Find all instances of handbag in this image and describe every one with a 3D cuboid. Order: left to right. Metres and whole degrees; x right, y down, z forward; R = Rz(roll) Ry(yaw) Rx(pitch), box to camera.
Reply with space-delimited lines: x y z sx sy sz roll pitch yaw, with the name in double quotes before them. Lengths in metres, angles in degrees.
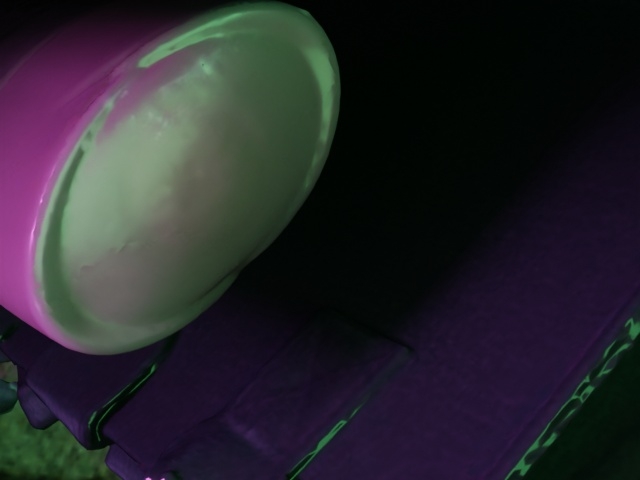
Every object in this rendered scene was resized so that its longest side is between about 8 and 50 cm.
"handbag" 0.000 -0.001 0.469 0.238 0.326 0.089 -44 128 -17

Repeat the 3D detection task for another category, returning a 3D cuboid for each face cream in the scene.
"face cream" -0.103 -0.042 0.423 0.107 0.269 0.073 -51 123 -13

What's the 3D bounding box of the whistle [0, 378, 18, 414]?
"whistle" -0.193 0.148 0.523 0.274 0.093 0.186 6 72 -37
